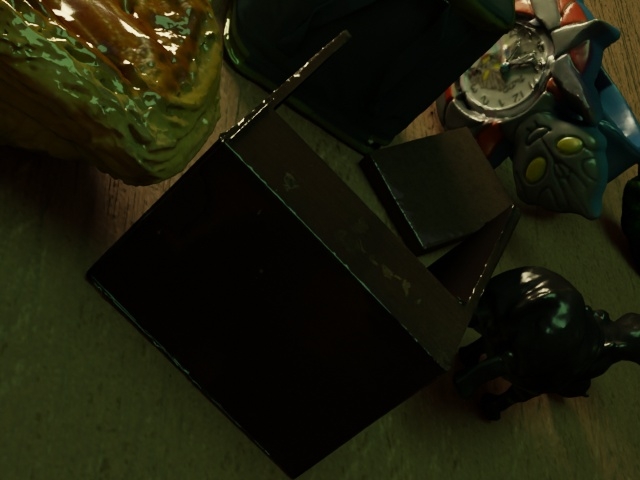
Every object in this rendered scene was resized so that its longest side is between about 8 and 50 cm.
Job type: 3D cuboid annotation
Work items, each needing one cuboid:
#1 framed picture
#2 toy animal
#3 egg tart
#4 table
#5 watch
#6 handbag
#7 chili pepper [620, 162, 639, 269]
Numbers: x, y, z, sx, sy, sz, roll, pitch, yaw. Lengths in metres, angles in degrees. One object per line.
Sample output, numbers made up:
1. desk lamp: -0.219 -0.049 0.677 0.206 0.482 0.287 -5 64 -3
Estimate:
1. framed picture: 0.139 -0.059 1.289 0.168 0.023 0.128 -18 73 -39
2. toy animal: 0.232 0.109 1.156 0.343 0.168 0.106 17 44 -56
3. egg tart: -0.236 -0.204 0.948 0.351 0.153 0.340 32 40 -22
4. table: 0.000 0.000 0.989 0.250 0.196 0.282 44 35 -6
5. watch: 0.313 -0.148 1.427 0.274 0.241 0.305 16 47 -55
6. handbag: 0.058 -0.266 1.234 0.263 0.241 0.222 32 40 -25
7. chili pepper: 0.458 -0.002 1.531 0.065 0.122 0.279 -22 92 -20
